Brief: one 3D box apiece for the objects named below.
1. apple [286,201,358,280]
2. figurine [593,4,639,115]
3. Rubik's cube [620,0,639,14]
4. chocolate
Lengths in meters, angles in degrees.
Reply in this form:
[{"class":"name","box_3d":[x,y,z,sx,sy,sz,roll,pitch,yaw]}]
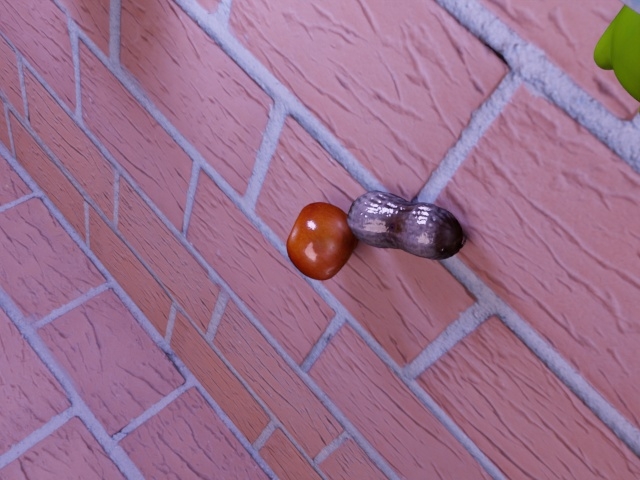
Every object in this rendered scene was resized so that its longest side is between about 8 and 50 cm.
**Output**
[{"class":"apple","box_3d":[0.000,0.000,1.253,0.139,0.163,0.163,38,144,6]},{"class":"figurine","box_3d":[0.407,-0.231,0.589,0.162,0.143,0.263,49,135,0]},{"class":"Rubik's cube","box_3d":[0.341,-0.310,0.336,0.316,0.319,0.322,45,178,16]},{"class":"chocolate","box_3d":[0.146,-0.028,1.097,0.248,0.110,0.110,13,128,45]}]
